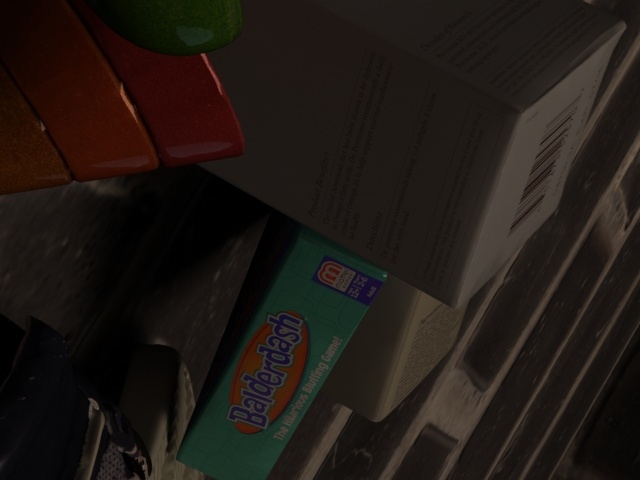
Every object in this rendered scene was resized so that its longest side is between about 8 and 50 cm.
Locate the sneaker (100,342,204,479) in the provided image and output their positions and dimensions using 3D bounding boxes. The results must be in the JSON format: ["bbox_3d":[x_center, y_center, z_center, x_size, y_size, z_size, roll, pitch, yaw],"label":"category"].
[{"bbox_3d":[-0.151,0.189,0.802,0.131,0.148,0.350,79,18,-44],"label":"sneaker"}]

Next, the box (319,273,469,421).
[{"bbox_3d":[0.053,-0.031,1.023,0.113,0.094,0.275,-40,152,-48],"label":"box"}]

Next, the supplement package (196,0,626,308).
[{"bbox_3d":[0.019,-0.072,0.730,0.105,0.179,0.105,-41,154,-46],"label":"supplement package"}]

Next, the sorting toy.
[{"bbox_3d":[-0.105,-0.073,0.480,0.126,0.127,0.365,-34,172,-8],"label":"sorting toy"}]

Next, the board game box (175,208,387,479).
[{"bbox_3d":[0.000,0.000,0.853,0.210,0.047,0.160,-72,-171,-53],"label":"board game box"}]

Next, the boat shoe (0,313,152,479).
[{"bbox_3d":[-0.195,0.168,0.652,0.340,0.127,0.158,-60,157,-27],"label":"boat shoe"}]
